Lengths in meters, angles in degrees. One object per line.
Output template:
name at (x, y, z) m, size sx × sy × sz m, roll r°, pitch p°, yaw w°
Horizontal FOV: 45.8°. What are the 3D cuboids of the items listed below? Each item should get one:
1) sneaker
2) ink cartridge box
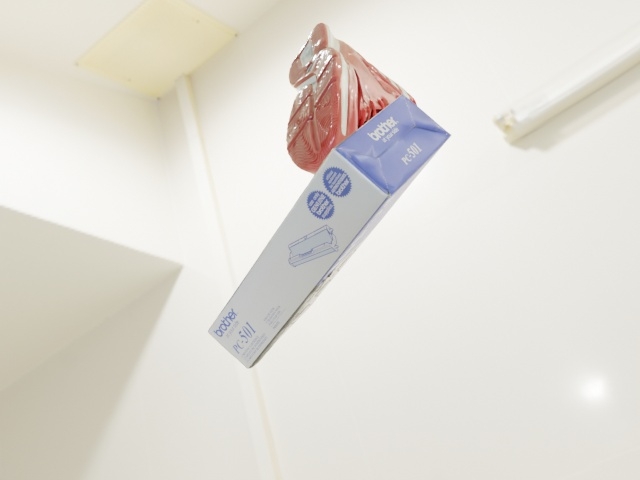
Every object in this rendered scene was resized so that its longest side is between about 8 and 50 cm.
sneaker at (0.043, -0.113, 0.677) m, size 0.128 × 0.221 × 0.087 m, roll 25°, pitch -54°, yaw -20°
ink cartridge box at (0.000, 0.000, 0.526) m, size 0.097 × 0.046 × 0.207 m, roll -43°, pitch -7°, yaw -48°
